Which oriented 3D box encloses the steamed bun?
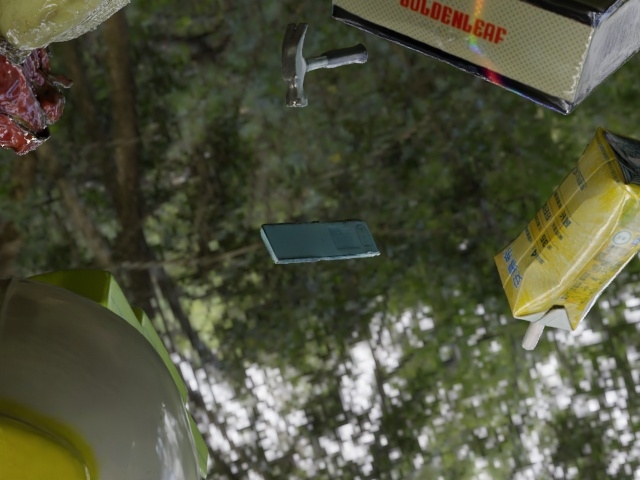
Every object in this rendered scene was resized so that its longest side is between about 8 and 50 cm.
[{"bbox_3d":[-0.239,0.209,0.867,0.334,0.373,0.334,15,-162,-5],"label":"steamed bun"}]

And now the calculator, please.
[{"bbox_3d":[0.000,0.000,1.541,0.172,0.057,0.018,-4,146,-44],"label":"calculator"}]

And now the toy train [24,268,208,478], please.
[{"bbox_3d":[-0.249,0.226,1.466,0.179,0.442,0.272,-9,-133,10],"label":"toy train"}]

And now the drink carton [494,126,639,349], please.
[{"bbox_3d":[0.185,0.011,0.960,0.075,0.200,0.084,13,-140,-27],"label":"drink carton"}]

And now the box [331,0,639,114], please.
[{"bbox_3d":[0.173,-0.218,0.957,0.198,0.084,0.310,26,-140,22],"label":"box"}]

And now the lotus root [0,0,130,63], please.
[{"bbox_3d":[-0.204,-0.203,1.010,0.183,0.077,0.090,-28,-179,33],"label":"lotus root"}]

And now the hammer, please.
[{"bbox_3d":[0.010,-0.247,1.699,0.029,0.103,0.246,1,-166,25],"label":"hammer"}]

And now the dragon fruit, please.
[{"bbox_3d":[-0.409,-0.204,1.357,0.244,0.299,0.244,-42,-170,9],"label":"dragon fruit"}]
